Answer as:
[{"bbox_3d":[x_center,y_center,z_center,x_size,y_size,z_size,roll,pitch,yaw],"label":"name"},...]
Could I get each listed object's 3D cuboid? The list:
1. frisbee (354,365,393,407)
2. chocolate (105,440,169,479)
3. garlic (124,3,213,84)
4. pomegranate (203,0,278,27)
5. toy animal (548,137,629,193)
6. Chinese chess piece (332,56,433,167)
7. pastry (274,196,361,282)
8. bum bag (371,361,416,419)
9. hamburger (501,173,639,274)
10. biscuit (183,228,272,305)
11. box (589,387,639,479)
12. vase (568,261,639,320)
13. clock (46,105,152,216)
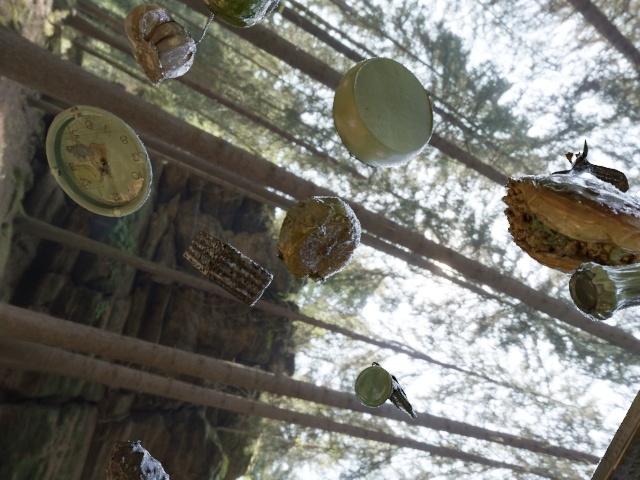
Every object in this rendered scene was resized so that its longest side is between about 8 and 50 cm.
[{"bbox_3d":[0.141,0.386,1.173,0.110,0.110,0.014,-71,-164,-7],"label":"frisbee"},{"bbox_3d":[-0.441,0.527,1.013,0.156,0.156,0.133,5,-66,63],"label":"chocolate"},{"bbox_3d":[-0.403,-0.525,1.191,0.256,0.207,0.207,-11,-126,21],"label":"garlic"},{"bbox_3d":[-0.155,-0.480,0.776,0.179,0.210,0.179,-56,173,-10],"label":"pomegranate"},{"bbox_3d":[0.886,-0.263,1.528,0.272,0.197,0.160,-6,-156,18],"label":"toy animal"},{"bbox_3d":[0.202,-0.409,1.433,0.146,0.349,0.350,-21,-128,58],"label":"Chinese chess piece"},{"bbox_3d":[0.005,0.000,1.205,0.236,0.257,0.121,-50,-137,10],"label":"pastry"},{"bbox_3d":[0.234,0.480,1.428,0.059,0.123,0.248,-34,-166,-2],"label":"bum bag"},{"bbox_3d":[0.472,-0.038,0.811,0.243,0.285,0.147,-43,146,-56],"label":"hamburger"},{"bbox_3d":[-0.185,0.046,0.845,0.070,0.106,0.252,-56,-155,-9],"label":"biscuit"},{"bbox_3d":[0.637,0.397,0.820,0.047,0.180,0.325,-76,-178,-74],"label":"box"},{"bbox_3d":[0.351,0.047,0.478,0.081,0.148,0.081,173,-90,-83],"label":"vase"},{"bbox_3d":[-0.454,-0.166,0.930,0.236,0.236,0.053,-53,-171,28],"label":"clock"}]
